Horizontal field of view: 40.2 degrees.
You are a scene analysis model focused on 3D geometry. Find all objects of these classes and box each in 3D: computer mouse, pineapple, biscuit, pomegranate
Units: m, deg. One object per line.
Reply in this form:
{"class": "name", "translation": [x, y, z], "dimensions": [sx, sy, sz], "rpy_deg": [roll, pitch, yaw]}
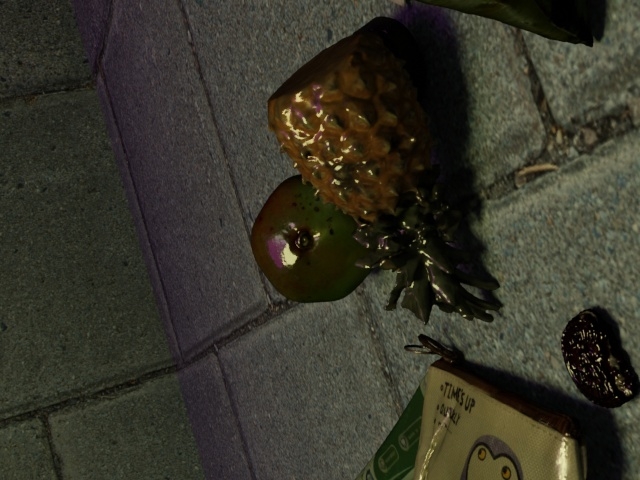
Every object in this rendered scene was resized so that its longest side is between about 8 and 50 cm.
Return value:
{"class": "computer mouse", "translation": [0.080, -0.189, 1.015], "dimensions": [0.099, 0.057, 0.172], "rpy_deg": [45, 149, 24]}
{"class": "pineapple", "translation": [0.083, -0.049, 0.955], "dimensions": [0.340, 0.169, 0.169], "rpy_deg": [56, 162, -15]}
{"class": "biscuit", "translation": [0.257, 0.110, 0.809], "dimensions": [0.089, 0.027, 0.087], "rpy_deg": [-135, 36, -53]}
{"class": "pomegranate", "translation": [0.000, 0.000, 1.218], "dimensions": [0.209, 0.180, 0.180], "rpy_deg": [15, -125, -73]}

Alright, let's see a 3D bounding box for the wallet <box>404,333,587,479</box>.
{"class": "wallet", "translation": [0.167, 0.266, 0.958], "dimensions": [0.335, 0.068, 0.275], "rpy_deg": [-160, 76, -71]}

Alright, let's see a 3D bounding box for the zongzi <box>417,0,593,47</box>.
{"class": "zongzi", "translation": [0.104, -0.376, 0.637], "dimensions": [0.362, 0.319, 0.384], "rpy_deg": [148, 125, -71]}

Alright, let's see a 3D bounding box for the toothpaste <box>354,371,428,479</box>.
{"class": "toothpaste", "translation": [0.112, 0.313, 1.250], "dimensions": [0.099, 0.061, 0.392], "rpy_deg": [64, 152, 27]}

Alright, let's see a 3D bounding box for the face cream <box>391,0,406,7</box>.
{"class": "face cream", "translation": [0.063, -0.382, 0.950], "dimensions": [0.092, 0.058, 0.244], "rpy_deg": [44, 148, 46]}

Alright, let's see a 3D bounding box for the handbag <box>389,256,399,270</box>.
{"class": "handbag", "translation": [0.110, 0.009, 1.107], "dimensions": [0.083, 0.027, 0.061], "rpy_deg": [-170, 67, -68]}
